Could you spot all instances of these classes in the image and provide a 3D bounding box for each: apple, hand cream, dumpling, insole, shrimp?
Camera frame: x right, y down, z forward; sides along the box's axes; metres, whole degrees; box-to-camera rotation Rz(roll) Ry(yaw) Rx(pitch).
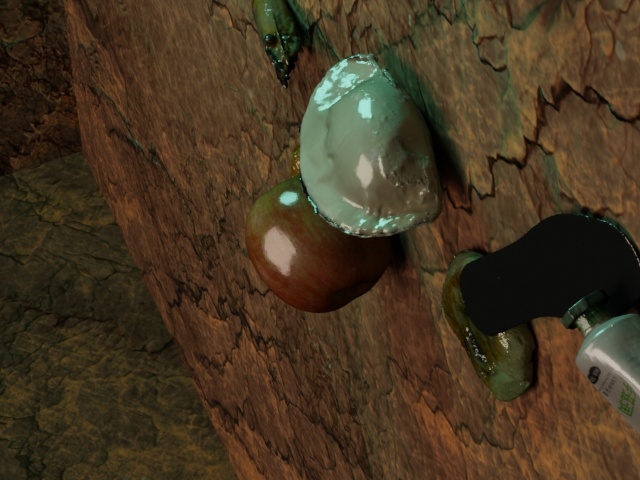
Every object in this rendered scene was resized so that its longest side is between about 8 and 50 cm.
[{"bbox_3d":[0.000,0.000,2.082,0.174,0.188,0.188,58,161,16],"label":"apple"},{"bbox_3d":[0.337,0.192,1.435,0.336,0.076,0.121,56,162,20],"label":"hand cream"},{"bbox_3d":[0.051,-0.101,1.855,0.142,0.172,0.247,39,-155,-58],"label":"dumpling"},{"bbox_3d":[0.231,0.041,1.617,0.348,0.009,0.119,-27,82,66],"label":"insole"},{"bbox_3d":[-0.045,-0.267,2.161,0.262,0.066,0.117,-106,-6,-49],"label":"shrimp"}]

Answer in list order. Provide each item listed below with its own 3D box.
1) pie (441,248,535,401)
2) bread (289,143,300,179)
[{"bbox_3d":[0.193,0.101,1.826,0.187,0.041,0.187,57,159,37],"label":"pie"},{"bbox_3d":[-0.024,-0.086,2.319,0.157,0.044,0.052,97,156,-54],"label":"bread"}]
